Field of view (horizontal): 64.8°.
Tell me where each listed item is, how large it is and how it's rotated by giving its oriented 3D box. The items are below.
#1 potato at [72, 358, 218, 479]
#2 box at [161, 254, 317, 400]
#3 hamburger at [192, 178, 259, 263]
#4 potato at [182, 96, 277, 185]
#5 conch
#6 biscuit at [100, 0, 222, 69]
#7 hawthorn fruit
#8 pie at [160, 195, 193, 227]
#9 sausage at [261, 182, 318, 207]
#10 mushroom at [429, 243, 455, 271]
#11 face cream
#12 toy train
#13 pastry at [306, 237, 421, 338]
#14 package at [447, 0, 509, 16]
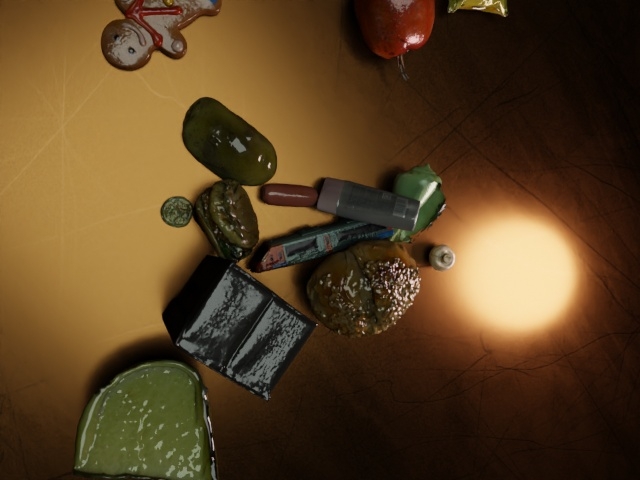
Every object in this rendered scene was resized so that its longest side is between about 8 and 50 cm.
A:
[{"bbox_3d":[-0.403,0.438,1.255,0.330,0.213,0.280,8,75,-11],"label":"potato"},{"bbox_3d":[-0.207,0.192,1.204,0.251,0.345,0.204,39,77,-18],"label":"box"},{"bbox_3d":[-0.235,-0.048,1.262,0.130,0.183,0.206,-15,106,17],"label":"hamburger"},{"bbox_3d":[-0.221,-0.241,1.269,0.272,0.111,0.160,38,81,-20],"label":"potato"},{"bbox_3d":[0.277,-0.096,1.448,0.143,0.137,0.250,-17,114,-40],"label":"conch"},{"bbox_3d":[-0.390,-0.539,1.209,0.324,0.049,0.205,-44,109,-8],"label":"biscuit"},{"bbox_3d":[0.200,-0.577,1.337,0.211,0.211,0.299,-16,112,-17],"label":"hawthorn fruit"},{"bbox_3d":[-0.365,-0.074,1.284,0.084,0.021,0.084,-3,100,-16],"label":"pie"},{"bbox_3d":[-0.082,-0.121,1.356,0.154,0.062,0.062,2,95,-20],"label":"sausage"},{"bbox_3d":[0.371,0.053,1.534,0.084,0.067,0.083,-1,96,-12],"label":"mushroom"},{"bbox_3d":[0.130,-0.099,1.366,0.269,0.073,0.107,14,62,7],"label":"face cream"},{"bbox_3d":[0.000,0.000,1.387,0.409,0.086,0.089,-15,100,-17],"label":"toy train"},{"bbox_3d":[0.130,0.142,1.359,0.316,0.184,0.284,-19,126,-10],"label":"pastry"},{"bbox_3d":[0.454,-0.737,1.460,0.226,0.090,0.168,-4,95,-22],"label":"package"}]
